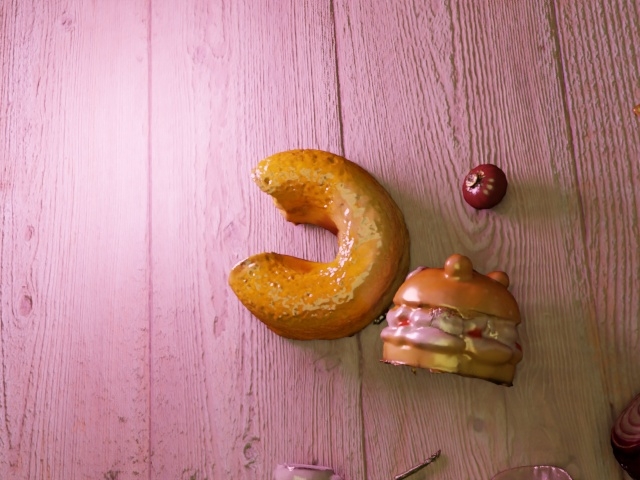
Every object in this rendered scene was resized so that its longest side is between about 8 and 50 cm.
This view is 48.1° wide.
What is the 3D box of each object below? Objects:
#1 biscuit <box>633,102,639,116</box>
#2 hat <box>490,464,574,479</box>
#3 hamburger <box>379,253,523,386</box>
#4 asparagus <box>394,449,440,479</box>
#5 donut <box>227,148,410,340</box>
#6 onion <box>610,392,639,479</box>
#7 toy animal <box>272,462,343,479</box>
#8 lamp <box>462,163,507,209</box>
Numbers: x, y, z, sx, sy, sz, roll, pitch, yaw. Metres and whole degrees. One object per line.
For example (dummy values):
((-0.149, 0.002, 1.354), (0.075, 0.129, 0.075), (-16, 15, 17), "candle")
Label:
((0.707, -0.273, 1.486), (0.083, 0.018, 0.081), (-41, 70, 4), "biscuit")
((0.424, 0.568, 1.361), (0.214, 0.149, 0.244), (-13, 39, 30), "hat")
((0.259, 0.154, 1.398), (0.277, 0.276, 0.236), (9, 83, 17), "hamburger")
((0.201, 0.464, 1.473), (0.114, 0.014, 0.015), (-32, 88, 6), "asparagus")
((0.000, 0.000, 1.553), (0.378, 0.163, 0.434), (7, 79, 16), "donut")
((0.649, 0.375, 1.270), (0.206, 0.216, 0.207), (46, 104, 3), "onion")
((-0.023, 0.550, 1.460), (0.179, 0.127, 0.192), (-8, 74, 12), "toy animal")
((0.347, -0.114, 1.518), (0.101, 0.090, 0.101), (-29, 49, 41), "lamp")
